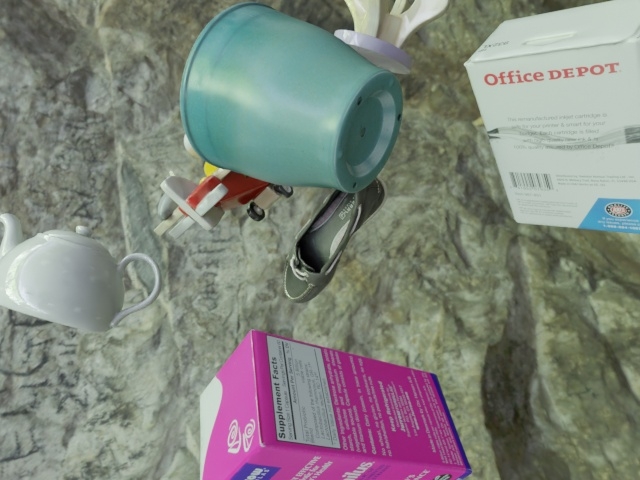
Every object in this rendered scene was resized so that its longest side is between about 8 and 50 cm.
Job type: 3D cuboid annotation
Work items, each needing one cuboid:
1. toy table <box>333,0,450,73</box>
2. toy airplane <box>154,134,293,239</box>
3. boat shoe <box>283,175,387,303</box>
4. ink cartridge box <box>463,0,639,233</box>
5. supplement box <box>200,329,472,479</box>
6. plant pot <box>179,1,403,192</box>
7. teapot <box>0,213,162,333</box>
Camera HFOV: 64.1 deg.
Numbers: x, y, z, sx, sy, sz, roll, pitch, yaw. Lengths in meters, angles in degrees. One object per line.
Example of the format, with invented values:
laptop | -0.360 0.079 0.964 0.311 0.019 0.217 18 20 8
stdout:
toy table | 0.142 -0.481 1.142 0.252 0.160 0.274 19 -168 9
toy airplane | -0.262 -0.164 1.265 0.386 0.384 0.272 -33 -93 -16
boat shoe | 0.000 0.000 1.000 0.112 0.335 0.096 48 -151 22
ink cartridge box | 0.377 -0.169 0.747 0.129 0.223 0.307 -49 -53 -26
supplement box | 0.011 0.178 0.476 0.220 0.111 0.113 20 -145 -26
plant pot | -0.026 -0.199 0.787 0.255 0.271 0.272 27 -150 29
teapot | -0.484 0.063 0.994 0.256 0.253 0.187 32 -109 -44
